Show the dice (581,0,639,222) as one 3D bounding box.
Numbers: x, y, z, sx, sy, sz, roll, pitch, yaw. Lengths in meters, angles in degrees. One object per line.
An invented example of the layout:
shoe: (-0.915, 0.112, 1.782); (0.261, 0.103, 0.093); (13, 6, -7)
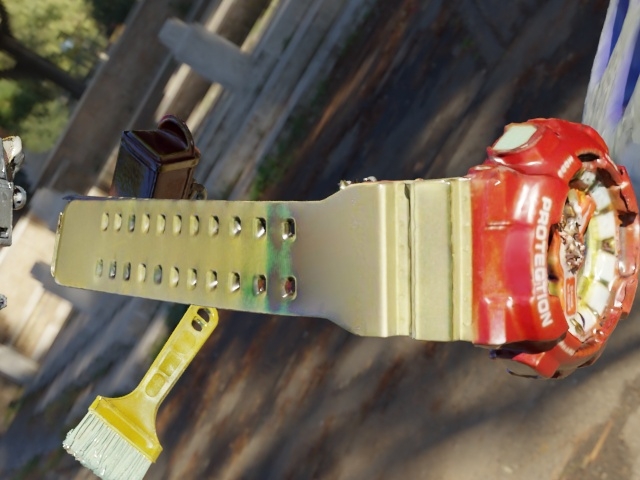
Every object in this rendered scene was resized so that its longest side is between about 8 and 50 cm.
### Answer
dice: (0.317, -0.134, 0.640); (0.304, 0.277, 0.304); (-71, -2, -70)

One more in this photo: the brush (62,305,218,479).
brush: (-0.158, 0.140, 1.089); (0.010, 0.082, 0.218); (-36, 16, 52)

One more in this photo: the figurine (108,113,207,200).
figurine: (-0.164, -0.059, 1.203); (0.082, 0.098, 0.154); (41, 121, 42)

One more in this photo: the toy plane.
toy plane: (-0.485, -0.003, 1.610); (0.204, 0.103, 0.316); (9, -106, -69)

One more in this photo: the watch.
watch: (0.009, 0.000, 0.511); (0.268, 0.165, 0.102); (4, 96, 49)
